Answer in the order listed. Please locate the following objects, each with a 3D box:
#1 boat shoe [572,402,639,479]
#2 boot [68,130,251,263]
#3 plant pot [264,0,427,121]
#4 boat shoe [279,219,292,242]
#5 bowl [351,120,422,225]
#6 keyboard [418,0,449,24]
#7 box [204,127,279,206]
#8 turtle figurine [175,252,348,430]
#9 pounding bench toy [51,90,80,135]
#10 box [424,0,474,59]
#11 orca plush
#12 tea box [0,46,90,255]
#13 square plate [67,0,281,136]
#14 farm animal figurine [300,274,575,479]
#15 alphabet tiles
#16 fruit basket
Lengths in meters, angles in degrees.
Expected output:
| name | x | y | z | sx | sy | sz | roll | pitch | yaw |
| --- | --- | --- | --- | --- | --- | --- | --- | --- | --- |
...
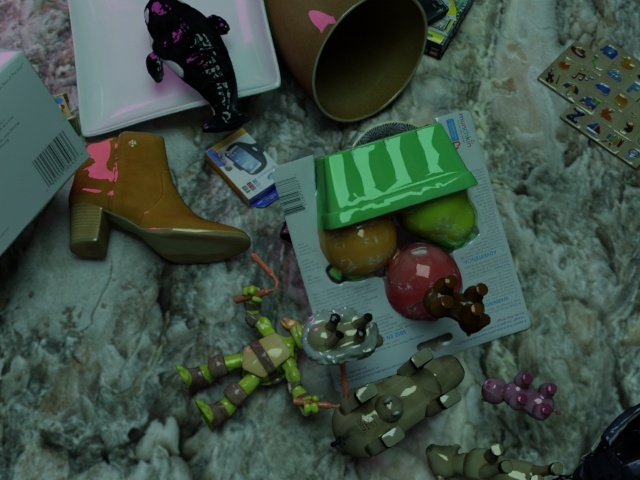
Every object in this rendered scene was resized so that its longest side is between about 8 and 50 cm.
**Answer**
| name | x | y | z | sx | sy | sz | roll | pitch | yaw |
| --- | --- | --- | --- | --- | --- | --- | --- | --- | --- |
| boat shoe | 0.520 | 0.259 | 1.679 | 0.341 | 0.158 | 0.127 | -30 | 65 | -18 |
| boot | -0.251 | -0.076 | 1.876 | 0.295 | 0.104 | 0.211 | 1 | 60 | 3 |
| plant pot | 0.008 | -0.362 | 2.005 | 0.237 | 0.237 | 0.254 | -33 | 51 | -20 |
| boat shoe | 0.000 | 0.001 | 1.874 | 0.133 | 0.049 | 0.042 | 20 | 66 | 12 |
| bowl | 0.116 | -0.101 | 1.906 | 0.170 | 0.080 | 0.170 | 2 | 81 | -11 |
| keyboard | 0.153 | -0.457 | 2.097 | 0.108 | 0.023 | 0.180 | -31 | 75 | -16 |
| box | -0.118 | -0.116 | 1.949 | 0.081 | 0.028 | 0.136 | -35 | 65 | -21 |
| turtle figurine | -0.098 | 0.168 | 1.748 | 0.217 | 0.087 | 0.269 | -29 | 73 | -10 |
| pounding bench toy | -0.435 | -0.215 | 1.960 | 0.052 | 0.083 | 0.065 | -20 | 63 | -13 |
| box | 0.144 | -0.433 | 2.137 | 0.233 | 0.044 | 0.159 | 25 | 61 | 12 |
| orca plush | -0.217 | -0.301 | 1.911 | 0.151 | 0.102 | 0.287 | -18 | 65 | 5 |
| tea box | -0.587 | -0.111 | 1.750 | 0.324 | 0.220 | 0.329 | 15 | 56 | 37 |
| square plate | -0.254 | -0.356 | 2.025 | 0.344 | 0.049 | 0.347 | -14 | 65 | 7 |
| farm animal figurine | 0.156 | 0.233 | 1.675 | 0.327 | 0.172 | 0.330 | -11 | 73 | -18 |
| alphabet tiles | 0.505 | -0.251 | 2.067 | 0.237 | 0.009 | 0.198 | 38 | 65 | 19 |
| fruit basket | 0.123 | 0.013 | 1.794 | 0.327 | 0.165 | 0.353 | -18 | 101 | -12 |
